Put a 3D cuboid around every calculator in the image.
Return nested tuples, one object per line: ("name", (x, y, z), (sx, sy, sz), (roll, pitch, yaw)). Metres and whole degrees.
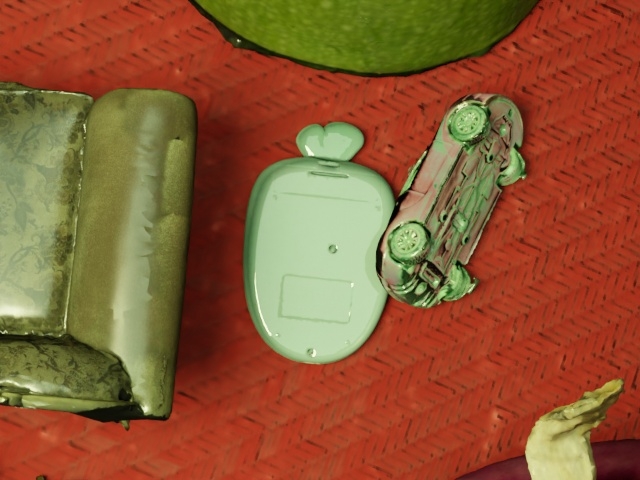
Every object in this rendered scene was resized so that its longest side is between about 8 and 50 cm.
("calculator", (0.000, 0.000, 1.036), (0.095, 0.021, 0.153), (7, 84, -6))

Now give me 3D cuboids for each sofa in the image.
("sofa", (-0.199, -0.006, 0.894), (0.258, 0.182, 0.200), (7, 78, -5))

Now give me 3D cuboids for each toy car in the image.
("toy car", (0.078, -0.027, 1.031), (0.055, 0.069, 0.142), (19, 76, 36))

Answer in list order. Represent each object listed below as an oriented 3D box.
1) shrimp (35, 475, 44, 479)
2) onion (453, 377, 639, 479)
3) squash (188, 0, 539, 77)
("shrimp", (-0.182, 0.202, 0.966), (0.145, 0.059, 0.254), (6, 81, -9))
("onion", (0.153, 0.226, 0.852), (0.358, 0.358, 0.344), (-6, 91, -8))
("squash", (0.044, -0.272, 0.939), (0.310, 0.309, 0.310), (1, 82, -8))
